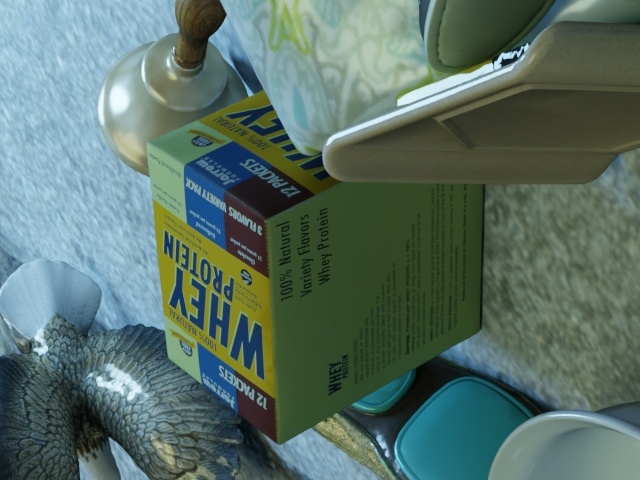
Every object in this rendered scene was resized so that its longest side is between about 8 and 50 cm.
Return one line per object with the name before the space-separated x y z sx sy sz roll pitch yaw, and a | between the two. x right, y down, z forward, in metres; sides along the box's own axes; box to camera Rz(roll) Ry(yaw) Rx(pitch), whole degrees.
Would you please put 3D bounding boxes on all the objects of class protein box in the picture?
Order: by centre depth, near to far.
protein box | 0.000 0.000 1.416 0.136 0.201 0.200 33 138 39

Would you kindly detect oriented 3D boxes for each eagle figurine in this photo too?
eagle figurine | -0.227 0.173 1.883 0.225 0.226 0.298 35 178 -25

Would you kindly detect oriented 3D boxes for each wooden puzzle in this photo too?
wooden puzzle | 0.147 -0.082 1.138 0.238 0.221 0.044 -25 69 57

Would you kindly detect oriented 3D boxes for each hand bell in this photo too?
hand bell | -0.097 -0.145 1.478 0.126 0.126 0.242 56 160 11

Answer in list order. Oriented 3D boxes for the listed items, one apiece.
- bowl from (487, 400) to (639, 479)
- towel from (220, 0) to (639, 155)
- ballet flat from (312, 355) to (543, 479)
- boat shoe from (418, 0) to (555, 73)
bowl | 0.255 0.219 1.270 0.298 0.134 0.298 34 138 38
towel | 0.055 -0.245 1.168 0.374 0.090 0.321 -19 97 41
ballet flat | 0.083 0.150 1.513 0.348 0.123 0.123 33 138 39
boat shoe | 0.102 -0.190 1.060 0.069 0.081 0.228 63 146 34
